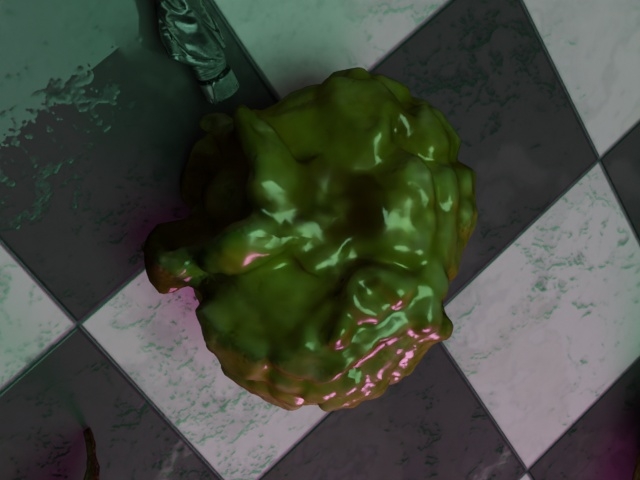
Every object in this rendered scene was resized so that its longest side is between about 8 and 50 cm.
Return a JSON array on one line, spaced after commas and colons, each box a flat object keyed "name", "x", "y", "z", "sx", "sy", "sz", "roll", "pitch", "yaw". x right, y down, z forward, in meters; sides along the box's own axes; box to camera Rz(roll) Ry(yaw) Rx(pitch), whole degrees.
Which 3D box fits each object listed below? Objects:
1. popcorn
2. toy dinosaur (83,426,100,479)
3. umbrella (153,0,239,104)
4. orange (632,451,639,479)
[{"name": "popcorn", "x": 0.000, "y": 0.000, "z": 0.874, "sx": 0.270, "sy": 0.224, "sz": 0.258, "roll": -26, "pitch": 93, "yaw": -2}, {"name": "toy dinosaur", "x": -0.319, "y": 0.288, "z": 0.860, "sx": 0.327, "sy": 0.113, "sz": 0.206, "roll": -40, "pitch": 162, "yaw": 11}, {"name": "umbrella", "x": -0.116, "y": -0.189, "z": 0.847, "sx": 0.050, "sy": 0.046, "sz": 0.188, "roll": -32, "pitch": 124, "yaw": -12}, {"name": "orange", "x": 0.505, "y": 0.287, "z": 1.237, "sx": 0.329, "sy": 0.249, "sz": 0.329, "roll": -9, "pitch": 115, "yaw": -19}]
